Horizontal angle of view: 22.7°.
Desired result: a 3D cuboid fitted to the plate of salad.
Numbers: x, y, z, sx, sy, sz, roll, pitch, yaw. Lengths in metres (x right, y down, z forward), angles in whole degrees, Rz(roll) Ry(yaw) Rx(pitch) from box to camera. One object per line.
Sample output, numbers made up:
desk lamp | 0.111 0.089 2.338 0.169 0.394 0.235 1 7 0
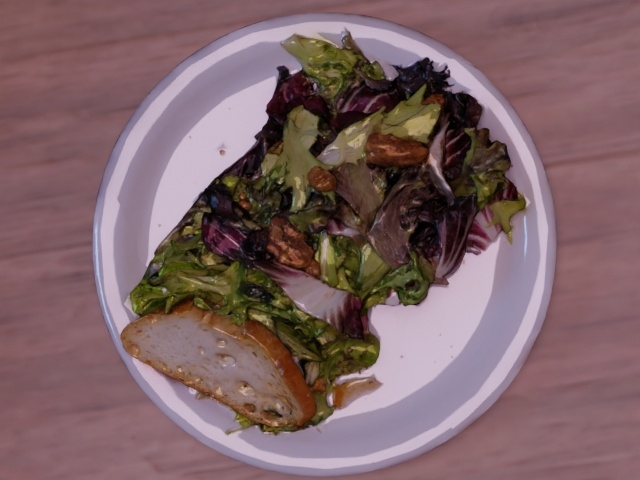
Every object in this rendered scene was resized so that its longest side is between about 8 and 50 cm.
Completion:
plate of salad | 0.000 0.000 0.672 0.200 0.048 0.199 0 85 5
